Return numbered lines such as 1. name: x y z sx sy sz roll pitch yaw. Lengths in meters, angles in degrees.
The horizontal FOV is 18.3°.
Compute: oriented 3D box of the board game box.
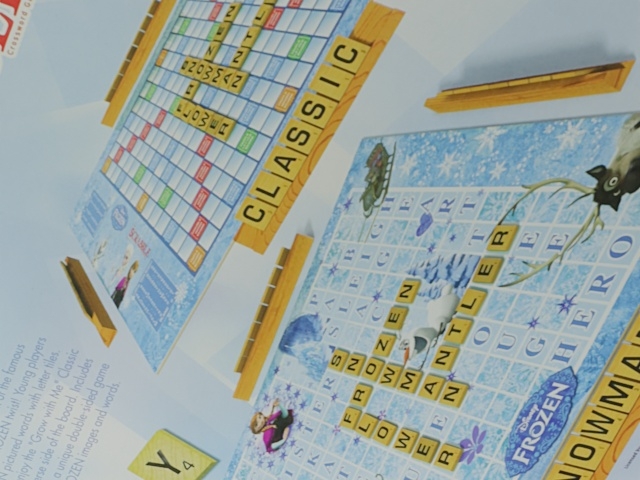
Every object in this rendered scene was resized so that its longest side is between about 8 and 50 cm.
1. board game box: 0.000 0.000 0.610 0.066 0.318 0.318 -87 -160 -53
